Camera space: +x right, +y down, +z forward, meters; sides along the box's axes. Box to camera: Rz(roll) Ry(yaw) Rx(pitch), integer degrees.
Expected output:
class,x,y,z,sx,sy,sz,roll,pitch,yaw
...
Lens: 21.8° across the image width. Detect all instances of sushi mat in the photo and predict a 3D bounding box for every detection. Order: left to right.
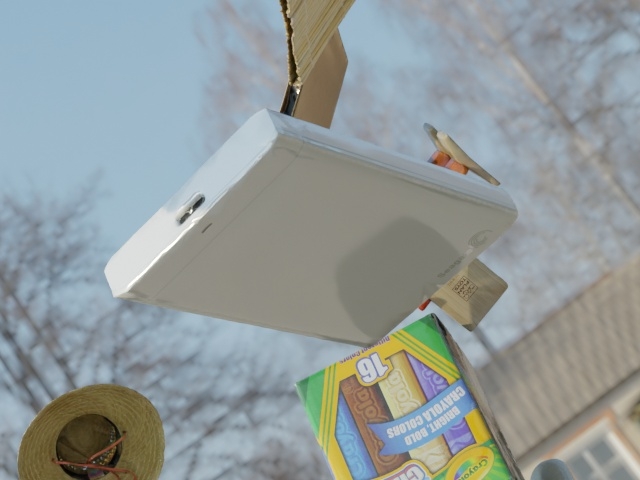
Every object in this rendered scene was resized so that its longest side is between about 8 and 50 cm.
class,x,y,z,sx,sy,sz,roll,pitch,yaw
sushi mat,0.052,-0.303,1.588,0.316,0.019,0.151,-56,-19,-21

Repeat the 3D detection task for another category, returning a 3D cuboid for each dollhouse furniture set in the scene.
class,x,y,z,sx,sy,sz,roll,pitch,yaw
dollhouse furniture set,0.115,0.016,1.959,0.262,0.135,0.259,-51,14,2

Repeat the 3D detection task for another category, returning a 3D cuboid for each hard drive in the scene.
class,x,y,z,sx,sy,sz,roll,pitch,yaw
hard drive,0.000,0.000,1.378,0.307,0.040,0.203,15,-49,-46

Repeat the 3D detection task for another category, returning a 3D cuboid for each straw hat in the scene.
class,x,y,z,sx,sy,sz,roll,pitch,yaw
straw hat,-0.212,0.180,1.495,0.144,0.061,0.144,-10,-64,-20

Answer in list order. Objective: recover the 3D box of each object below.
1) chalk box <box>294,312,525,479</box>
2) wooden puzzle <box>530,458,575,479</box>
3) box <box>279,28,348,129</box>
class,x,y,z,sx,sy,sz,roll,pitch,yaw
chalk box,0.122,0.264,1.816,0.179,0.289,0.180,-27,-32,6
wooden puzzle,0.275,0.468,1.827,0.081,0.322,0.347,-9,-60,-7
box,-0.007,-0.184,2.018,0.201,0.021,0.164,65,-141,-73
